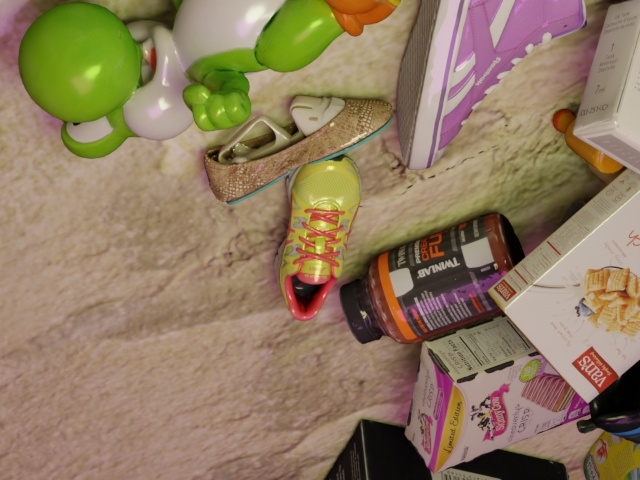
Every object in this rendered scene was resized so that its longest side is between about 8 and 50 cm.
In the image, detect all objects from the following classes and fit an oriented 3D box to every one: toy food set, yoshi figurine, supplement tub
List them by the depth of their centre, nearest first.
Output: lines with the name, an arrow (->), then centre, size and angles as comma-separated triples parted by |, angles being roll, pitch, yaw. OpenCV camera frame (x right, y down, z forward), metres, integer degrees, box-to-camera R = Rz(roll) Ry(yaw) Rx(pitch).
yoshi figurine -> -0.127, -0.191, 1.369 | 0.362, 0.203, 0.203 | -30, 112, 24
toy food set -> 0.360, -0.098, 1.572 | 0.232, 0.104, 0.111 | -14, 121, -16
supplement tub -> 0.123, 0.049, 1.656 | 0.198, 0.106, 0.106 | -21, 131, 14

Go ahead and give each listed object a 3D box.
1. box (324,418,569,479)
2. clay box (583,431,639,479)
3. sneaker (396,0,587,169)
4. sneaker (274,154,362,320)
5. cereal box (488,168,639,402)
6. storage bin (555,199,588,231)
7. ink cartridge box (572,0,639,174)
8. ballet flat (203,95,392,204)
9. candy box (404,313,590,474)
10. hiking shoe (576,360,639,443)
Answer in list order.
box -> 0.133, 0.410, 1.944 | 0.296, 0.182, 0.294 | 14, 131, -17
clay box -> 0.404, 0.258, 1.861 | 0.053, 0.127, 0.222 | 12, 131, -20
sneaker -> 0.168, -0.177, 1.458 | 0.161, 0.102, 0.282 | 4, 132, -13
sneaker -> 0.000, 0.000, 1.608 | 0.081, 0.094, 0.208 | 4, 131, -7
cereal box -> 0.307, 0.032, 1.525 | 0.240, 0.047, 0.173 | -42, 123, 4
storage bin -> 0.319, 0.033, 1.649 | 0.091, 0.135, 0.098 | 6, 133, -23
ink cartridge box -> 0.398, -0.156, 1.448 | 0.296, 0.261, 0.066 | 27, 163, -26
ballet flat -> -0.029, -0.103, 1.530 | 0.206, 0.073, 0.067 | -27, 115, 14
candy box -> 0.219, 0.157, 1.731 | 0.233, 0.071, 0.159 | -17, 137, -23
hiking shoe -> 0.409, 0.108, 1.692 | 0.132, 0.113, 0.304 | 12, 112, -27
